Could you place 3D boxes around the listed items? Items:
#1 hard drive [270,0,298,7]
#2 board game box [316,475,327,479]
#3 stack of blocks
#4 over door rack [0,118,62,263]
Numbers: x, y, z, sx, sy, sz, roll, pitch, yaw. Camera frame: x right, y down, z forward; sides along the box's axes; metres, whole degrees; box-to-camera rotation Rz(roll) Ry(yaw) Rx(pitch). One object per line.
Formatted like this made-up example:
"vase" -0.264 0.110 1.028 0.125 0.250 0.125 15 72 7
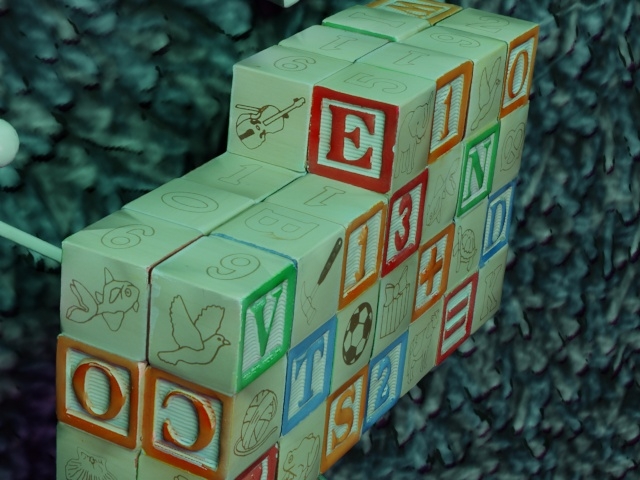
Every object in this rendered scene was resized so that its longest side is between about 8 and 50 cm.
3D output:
"hard drive" 0.066 -0.277 0.739 0.307 0.040 0.203 -35 129 -16
"board game box" -0.059 0.216 0.829 0.047 0.160 0.210 23 98 -40
"stack of blocks" 0.000 0.000 0.719 0.297 0.087 0.171 -35 136 -54
"over door rack" -0.163 0.080 0.653 0.324 0.108 0.239 35 58 -41
